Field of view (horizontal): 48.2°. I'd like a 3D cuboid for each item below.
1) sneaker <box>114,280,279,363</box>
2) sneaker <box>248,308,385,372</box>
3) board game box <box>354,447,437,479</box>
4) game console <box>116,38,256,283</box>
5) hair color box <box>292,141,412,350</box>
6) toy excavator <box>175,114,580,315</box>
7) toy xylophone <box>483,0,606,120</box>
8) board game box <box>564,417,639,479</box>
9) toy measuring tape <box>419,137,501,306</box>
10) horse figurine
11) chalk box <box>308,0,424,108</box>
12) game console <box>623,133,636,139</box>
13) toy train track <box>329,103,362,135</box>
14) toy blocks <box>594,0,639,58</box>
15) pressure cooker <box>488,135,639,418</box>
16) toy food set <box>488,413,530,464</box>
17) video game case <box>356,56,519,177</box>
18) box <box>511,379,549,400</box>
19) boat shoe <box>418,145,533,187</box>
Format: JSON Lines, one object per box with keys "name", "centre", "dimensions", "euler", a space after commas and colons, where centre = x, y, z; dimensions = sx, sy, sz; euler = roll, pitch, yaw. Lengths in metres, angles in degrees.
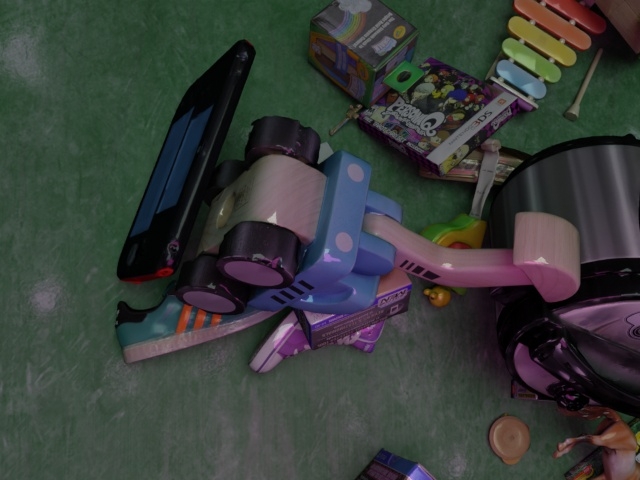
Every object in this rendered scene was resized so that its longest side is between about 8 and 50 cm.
{"name": "sneaker", "centre": [-0.212, 0.118, 1.260], "dimensions": [0.302, 0.108, 0.121], "euler": [-16, 86, -10]}
{"name": "sneaker", "centre": [0.013, 0.170, 1.291], "dimensions": [0.282, 0.102, 0.161], "euler": [-42, 91, -14]}
{"name": "board game box", "centre": [0.083, 0.505, 1.166], "dimensions": [0.141, 0.232, 0.291], "euler": [45, 77, 1]}
{"name": "game console", "centre": [-0.233, -0.116, 1.188], "dimensions": [0.060, 0.342, 0.386], "euler": [22, 76, -19]}
{"name": "hair color box", "centre": [0.000, 0.000, 1.255], "dimensions": [0.185, 0.110, 0.338], "euler": [-22, 60, -12]}
{"name": "toy excavator", "centre": [0.077, 0.006, 1.035], "dimensions": [0.445, 0.433, 0.222], "euler": [22, 61, -25]}
{"name": "toy xylophone", "centre": [0.476, -0.393, 1.481], "dimensions": [0.236, 0.081, 0.322], "euler": [24, 77, -4]}
{"name": "board game box", "centre": [0.604, 0.428, 1.366], "dimensions": [0.260, 0.030, 0.136], "euler": [-33, 83, -13]}
{"name": "toy measuring tape", "centre": [0.245, -0.034, 1.327], "dimensions": [0.121, 0.121, 0.330], "euler": [12, 100, -6]}
{"name": "horse figurine", "centre": [0.504, 0.387, 1.270], "dimensions": [0.174, 0.066, 0.263], "euler": [-21, 106, -6]}
{"name": "chalk box", "centre": [0.097, -0.357, 1.370], "dimensions": [0.213, 0.132, 0.132], "euler": [42, 72, 12]}
{"name": "game console", "centre": [0.631, -0.148, 1.454], "dimensions": [0.144, 0.085, 0.124], "euler": [-31, 85, -14]}
{"name": "toy train track", "centre": [0.047, -0.240, 1.407], "dimensions": [0.083, 0.048, 0.014], "euler": [-44, 122, 3]}
{"name": "toy blocks", "centre": [0.673, -0.540, 1.469], "dimensions": [0.381, 0.191, 0.261], "euler": [-25, 76, -35]}
{"name": "pressure cooker", "centre": [0.473, 0.087, 1.183], "dimensions": [0.370, 0.375, 0.420], "euler": [-4, 49, 15]}
{"name": "toy food set", "centre": [0.355, 0.370, 1.342], "dimensions": [0.083, 0.020, 0.082], "euler": [44, 76, 2]}
{"name": "video game case", "centre": [0.220, -0.242, 1.367], "dimensions": [0.210, 0.042, 0.232], "euler": [-39, 50, -13]}
{"name": "box", "centre": [0.474, 0.283, 1.330], "dimensions": [0.207, 0.114, 0.036], "euler": [5, 78, -7]}
{"name": "boat shoe", "centre": [0.336, -0.139, 1.409], "dimensions": [0.285, 0.104, 0.089], "euler": [15, 110, 0]}
